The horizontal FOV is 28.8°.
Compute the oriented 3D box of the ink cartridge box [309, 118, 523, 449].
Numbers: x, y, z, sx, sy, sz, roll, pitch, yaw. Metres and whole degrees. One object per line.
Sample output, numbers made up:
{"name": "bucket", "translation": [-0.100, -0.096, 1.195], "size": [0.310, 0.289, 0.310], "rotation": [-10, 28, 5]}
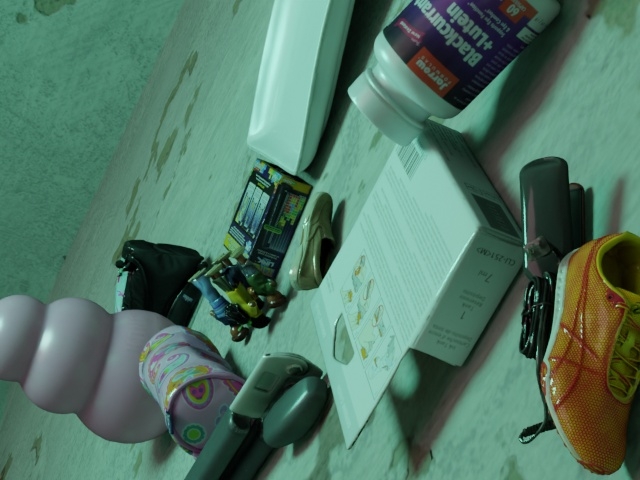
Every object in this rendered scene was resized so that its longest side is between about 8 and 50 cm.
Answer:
{"name": "ink cartridge box", "translation": [0.082, 0.037, 1.175], "size": [0.239, 0.060, 0.275], "rotation": [-63, 18, 21]}

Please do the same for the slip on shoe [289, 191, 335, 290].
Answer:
{"name": "slip on shoe", "translation": [0.000, 0.000, 1.499], "size": [0.041, 0.051, 0.135], "rotation": [-2, 51, 28]}

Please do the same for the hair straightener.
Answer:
{"name": "hair straightener", "translation": [0.156, 0.035, 0.902], "size": [0.047, 0.089, 0.231], "rotation": [-7, 56, 30]}

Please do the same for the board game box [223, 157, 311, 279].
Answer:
{"name": "board game box", "translation": [-0.077, -0.033, 1.750], "size": [0.170, 0.048, 0.141], "rotation": [-139, 69, -71]}

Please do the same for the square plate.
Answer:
{"name": "square plate", "translation": [-0.023, -0.281, 1.793], "size": [0.344, 0.049, 0.347], "rotation": [-142, 63, -72]}

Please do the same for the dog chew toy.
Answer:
{"name": "dog chew toy", "translation": [-0.361, 0.179, 1.880], "size": [0.207, 0.331, 0.207], "rotation": [-56, 21, 35]}

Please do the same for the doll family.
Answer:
{"name": "doll family", "translation": [-0.108, 0.076, 1.650], "size": [0.076, 0.111, 0.193], "rotation": [-42, 9, -14]}

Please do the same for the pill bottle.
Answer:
{"name": "pill bottle", "translation": [0.119, -0.182, 1.159], "size": [0.193, 0.108, 0.108], "rotation": [-46, 25, 18]}

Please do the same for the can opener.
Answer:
{"name": "can opener", "translation": [-0.083, 0.229, 1.424], "size": [0.280, 0.074, 0.093], "rotation": [-56, 23, 37]}

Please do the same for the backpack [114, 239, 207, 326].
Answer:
{"name": "backpack", "translation": [-0.273, 0.096, 2.065], "size": [0.115, 0.151, 0.182], "rotation": [-114, 35, -73]}

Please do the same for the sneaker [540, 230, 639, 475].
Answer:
{"name": "sneaker", "translation": [0.188, 0.068, 0.822], "size": [0.067, 0.064, 0.175], "rotation": [-32, 43, 47]}

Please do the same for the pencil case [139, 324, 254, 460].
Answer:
{"name": "pencil case", "translation": [-0.167, 0.197, 1.639], "size": [0.124, 0.124, 0.284], "rotation": [-68, 19, 3]}
